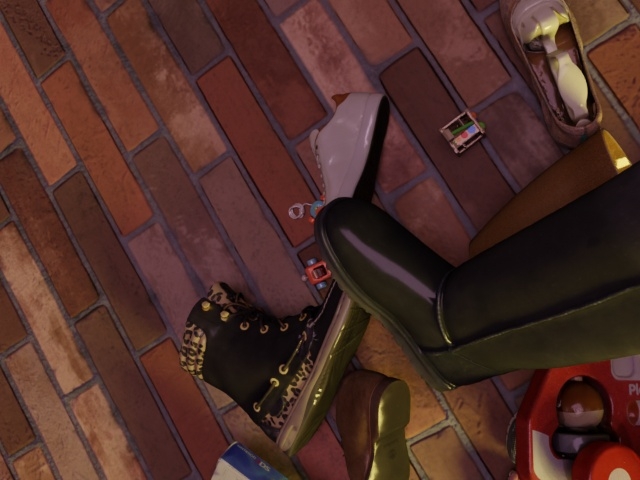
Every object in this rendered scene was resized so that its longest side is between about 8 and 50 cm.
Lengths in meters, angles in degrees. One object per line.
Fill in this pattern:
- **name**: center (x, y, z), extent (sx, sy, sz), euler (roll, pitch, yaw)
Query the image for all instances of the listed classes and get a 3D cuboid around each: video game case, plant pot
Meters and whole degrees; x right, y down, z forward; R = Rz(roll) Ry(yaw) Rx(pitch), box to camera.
- **video game case**: center (-0.095, 0.527, 1.102), extent (0.270, 0.061, 0.244), euler (32, 119, 14)
- **plant pot**: center (0.366, -0.004, 0.936), extent (0.254, 0.237, 0.237), euler (-30, 82, 32)

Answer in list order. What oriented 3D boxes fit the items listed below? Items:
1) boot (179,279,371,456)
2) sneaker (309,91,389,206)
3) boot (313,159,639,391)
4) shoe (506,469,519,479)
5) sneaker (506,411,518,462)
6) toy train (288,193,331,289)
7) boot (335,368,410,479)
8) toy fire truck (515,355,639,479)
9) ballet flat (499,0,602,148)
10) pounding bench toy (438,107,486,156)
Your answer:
- **boot**: center (-0.080, 0.150, 1.082), extent (0.284, 0.138, 0.377), euler (27, 106, 22)
- **sneaker**: center (0.031, -0.122, 1.081), extent (0.123, 0.106, 0.290), euler (11, 79, 21)
- **boot**: center (0.233, 0.018, 0.808), extent (0.367, 0.146, 0.445), euler (48, 144, -8)
- **shoe**: center (0.321, 0.474, 1.020), extent (0.081, 0.063, 0.178), euler (21, 91, 17)
- **sneaker**: center (0.350, 0.293, 1.000), extent (0.065, 0.076, 0.166), euler (25, 97, 16)
- **toy train**: center (0.000, 0.000, 1.118), extent (0.125, 0.046, 0.166), euler (-20, 85, 15)
- **boot**: center (0.084, 0.375, 1.087), extent (0.115, 0.112, 0.305), euler (12, 100, 47)
- **toy fire truck**: center (0.423, 0.256, 0.903), extent (0.302, 0.169, 0.253), euler (6, 77, -14)
- **ballet flat**: center (0.371, -0.301, 0.975), extent (0.108, 0.106, 0.316), euler (-23, 84, 15)
- **pounding bench toy**: center (0.239, -0.183, 1.027), extent (0.065, 0.083, 0.052), euler (-37, 80, 14)
